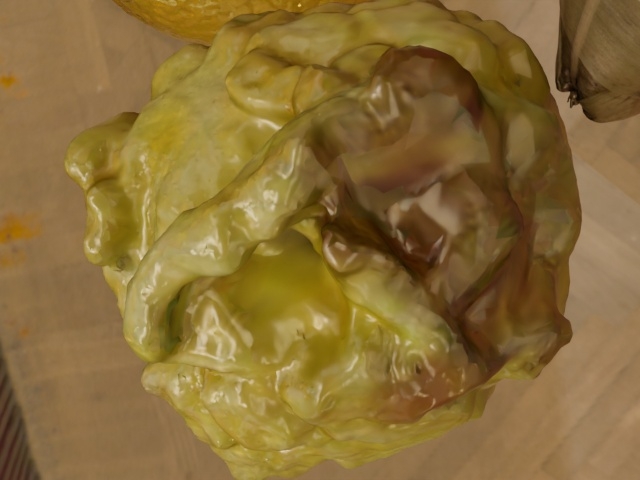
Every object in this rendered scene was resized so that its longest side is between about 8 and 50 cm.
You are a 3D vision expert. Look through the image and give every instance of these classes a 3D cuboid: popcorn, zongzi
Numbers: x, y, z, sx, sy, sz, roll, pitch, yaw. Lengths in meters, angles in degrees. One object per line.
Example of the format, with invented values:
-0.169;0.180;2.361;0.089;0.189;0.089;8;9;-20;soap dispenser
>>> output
0.006;0.001;0.623;0.293;0.237;0.292;-16;115;-38;popcorn
0.130;-0.150;0.545;0.176;0.160;0.078;46;57;2;zongzi

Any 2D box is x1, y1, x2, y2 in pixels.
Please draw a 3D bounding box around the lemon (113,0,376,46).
-0.065;-0.271;0.914;0.320;0.245;0.245;5;110;-34;lemon
